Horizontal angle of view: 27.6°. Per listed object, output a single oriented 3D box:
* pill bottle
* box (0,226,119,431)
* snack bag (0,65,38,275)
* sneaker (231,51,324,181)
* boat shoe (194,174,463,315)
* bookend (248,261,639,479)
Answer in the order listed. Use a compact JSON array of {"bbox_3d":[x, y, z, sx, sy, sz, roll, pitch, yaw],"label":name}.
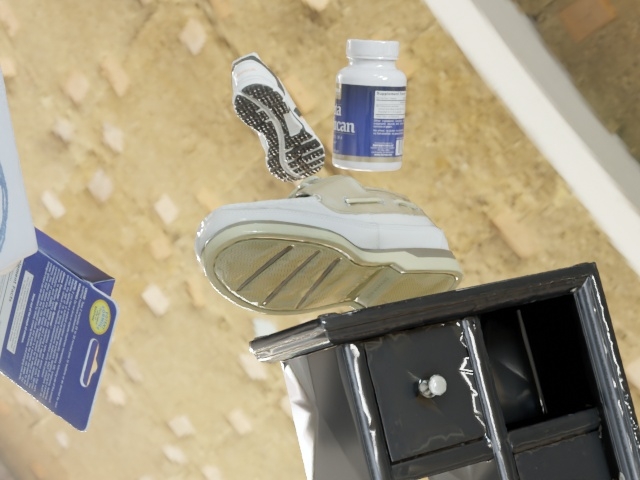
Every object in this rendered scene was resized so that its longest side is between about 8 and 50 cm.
[{"bbox_3d":[0.065,-0.180,1.720,0.094,0.094,0.169,10,-79,39],"label":"pill bottle"},{"bbox_3d":[-0.263,0.064,1.186,0.225,0.036,0.136,31,-67,31],"label":"box"},{"bbox_3d":[-0.242,-0.086,0.589,0.037,0.342,0.323,-3,-73,16],"label":"snack bag"},{"bbox_3d":[-0.027,-0.080,0.852,0.109,0.040,0.043,62,10,-50],"label":"sneaker"},{"bbox_3d":[0.000,0.000,1.188,0.113,0.302,0.103,-41,-123,30],"label":"boat shoe"},{"bbox_3d":[0.066,0.101,0.599,0.072,0.157,0.156,-25,-104,59],"label":"bookend"}]
